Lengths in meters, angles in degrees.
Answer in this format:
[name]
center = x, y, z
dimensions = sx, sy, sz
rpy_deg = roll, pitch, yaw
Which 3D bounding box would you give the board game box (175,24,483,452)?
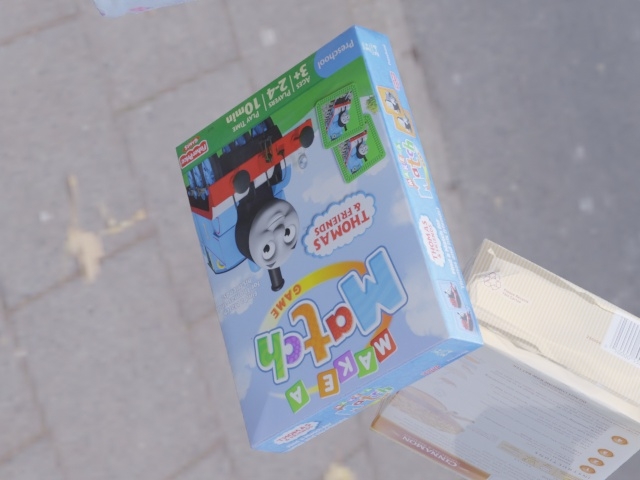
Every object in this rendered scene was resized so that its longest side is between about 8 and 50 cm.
[board game box]
center = 0.000, 0.000, 1.159
dimensions = 0.039, 0.160, 0.211
rpy_deg = 14, 52, -49

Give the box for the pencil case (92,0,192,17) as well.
[pencil case]
center = -0.079, -0.272, 1.633
dimensions = 0.113, 0.273, 0.124
rpy_deg = 71, 8, -81

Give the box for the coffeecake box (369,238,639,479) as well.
[coffeecake box]
center = 0.127, 0.094, 1.213
dimensions = 0.142, 0.185, 0.068
rpy_deg = 27, 61, -1
